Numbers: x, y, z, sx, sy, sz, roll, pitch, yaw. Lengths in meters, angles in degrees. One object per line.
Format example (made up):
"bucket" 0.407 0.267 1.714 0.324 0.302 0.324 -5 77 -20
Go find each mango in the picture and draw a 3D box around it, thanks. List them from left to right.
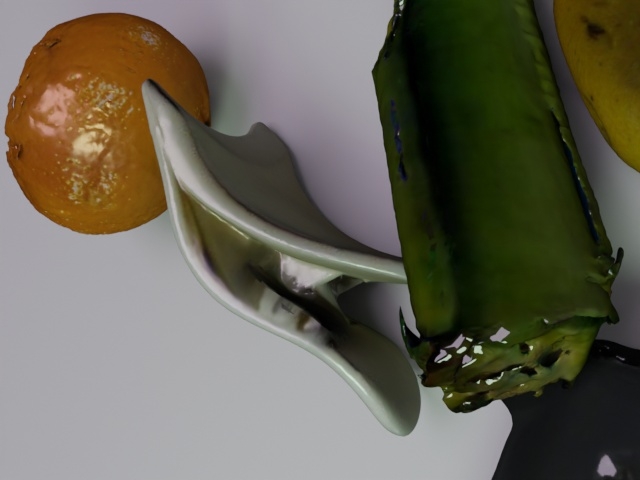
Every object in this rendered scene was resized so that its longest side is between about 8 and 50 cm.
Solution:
"mango" 0.204 -0.115 0.568 0.195 0.098 0.137 52 121 36

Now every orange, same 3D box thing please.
"orange" -0.175 -0.098 0.831 0.161 0.193 0.193 24 104 3

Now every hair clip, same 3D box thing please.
"hair clip" -0.015 0.012 0.709 0.282 0.172 0.113 37 101 24

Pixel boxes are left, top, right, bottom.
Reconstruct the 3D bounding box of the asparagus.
"asparagus" 0.093 -0.086 0.612 0.128 0.108 0.381 -23 57 28

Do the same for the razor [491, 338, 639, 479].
"razor" 0.169 0.233 0.552 0.204 0.114 0.348 12 93 43
